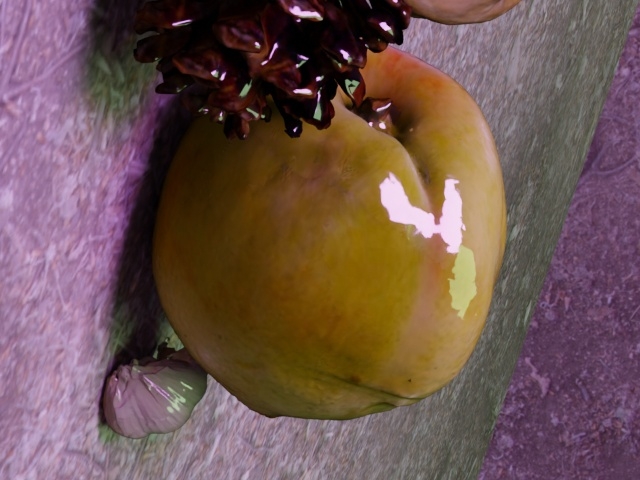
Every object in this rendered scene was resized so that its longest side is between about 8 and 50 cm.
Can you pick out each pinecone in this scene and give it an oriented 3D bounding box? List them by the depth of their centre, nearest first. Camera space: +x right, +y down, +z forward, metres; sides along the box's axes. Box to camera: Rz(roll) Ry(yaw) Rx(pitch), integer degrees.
[{"bbox_3d":[-0.029,-0.208,1.195,0.273,0.224,0.224,-63,162,1],"label":"pinecone"}]

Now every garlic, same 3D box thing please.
[{"bbox_3d":[-0.143,0.132,1.459,0.113,0.074,0.094,-51,169,-9],"label":"garlic"}]

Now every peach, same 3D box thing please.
[{"bbox_3d":[0.002,-0.008,1.396,0.316,0.281,0.314,-50,-140,42],"label":"peach"}]

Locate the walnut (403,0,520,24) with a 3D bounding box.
[{"bbox_3d":[0.108,-0.320,1.465,0.227,0.283,0.283,-25,-156,48],"label":"walnut"}]
